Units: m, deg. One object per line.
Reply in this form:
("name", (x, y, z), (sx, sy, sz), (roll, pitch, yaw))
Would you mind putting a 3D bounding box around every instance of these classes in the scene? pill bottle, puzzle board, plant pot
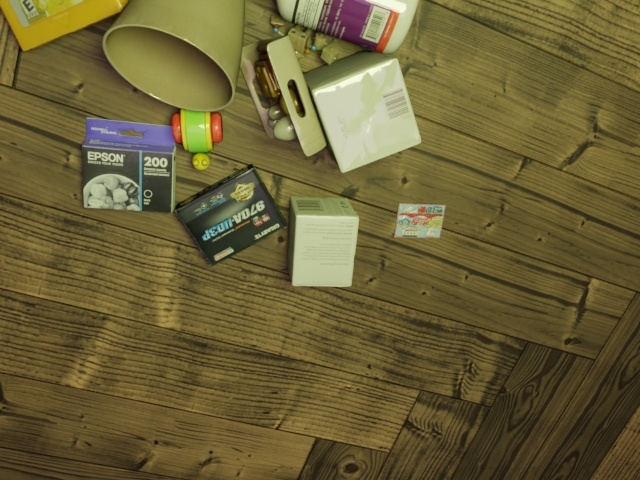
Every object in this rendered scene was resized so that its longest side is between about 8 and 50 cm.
("pill bottle", (0.035, -0.517, 1.145), (0.323, 0.181, 0.181), (17, 109, -6))
("puzzle board", (0.263, -0.051, 1.473), (0.128, 0.011, 0.096), (1, 112, -8))
("plant pot", (-0.251, -0.441, 1.101), (0.256, 0.256, 0.274), (22, 71, -16))

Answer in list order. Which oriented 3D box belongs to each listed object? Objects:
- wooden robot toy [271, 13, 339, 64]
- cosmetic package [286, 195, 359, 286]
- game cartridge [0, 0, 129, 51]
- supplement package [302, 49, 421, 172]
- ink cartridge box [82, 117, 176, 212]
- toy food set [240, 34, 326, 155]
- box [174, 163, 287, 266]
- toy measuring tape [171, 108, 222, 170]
("wooden robot toy", (-0.041, -0.438, 1.249), (0.173, 0.076, 0.079), (27, 147, 3))
("cosmetic package", (0.000, 0.000, 1.380), (0.151, 0.151, 0.184), (1, 113, -9))
("game cartridge", (-0.545, -0.562, 1.067), (0.285, 0.053, 0.324), (-10, 116, 23))
("supplement package", (0.074, -0.289, 1.194), (0.175, 0.293, 0.177), (-22, 114, 1))
("ink cartridge box", (-0.446, -0.172, 1.304), (0.206, 0.045, 0.208), (3, 110, -9))
("toy food set", (-0.099, -0.300, 1.165), (0.092, 0.306, 0.220), (-26, 114, -12))
("box", (-0.219, -0.061, 1.377), (0.220, 0.051, 0.175), (-27, 113, 3))
("toy measuring tape", (-0.276, -0.313, 1.233), (0.121, 0.121, 0.330), (-2, 112, -7))
